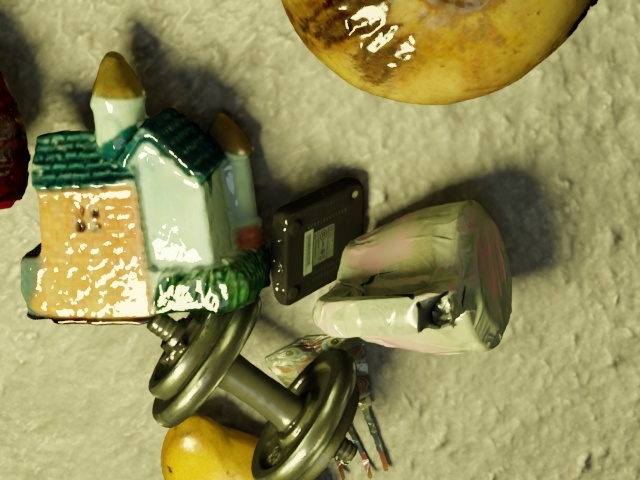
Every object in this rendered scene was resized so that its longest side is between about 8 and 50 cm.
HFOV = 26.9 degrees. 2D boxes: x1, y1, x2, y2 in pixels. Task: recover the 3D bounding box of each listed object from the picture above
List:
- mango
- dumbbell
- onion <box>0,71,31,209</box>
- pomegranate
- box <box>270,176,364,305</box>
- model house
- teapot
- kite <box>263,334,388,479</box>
[{"bbox_3d":[-0.100,0.309,1.694,0.157,0.109,0.262,-27,113,31],"label":"mango"},{"bbox_3d":[-0.076,0.170,1.543,0.290,0.192,0.192,35,119,-13],"label":"dumbbell"},{"bbox_3d":[-0.413,-0.118,1.382,0.207,0.216,0.206,-10,97,15],"label":"onion"},{"bbox_3d":[0.107,-0.275,1.184,0.322,0.322,0.322,2,123,4],"label":"pomegranate"},{"bbox_3d":[0.000,0.000,1.481,0.027,0.125,0.126,32,135,37],"label":"box"},{"bbox_3d":[-0.189,-0.063,1.436,0.253,0.184,0.291,0,110,12],"label":"model house"},{"bbox_3d":[0.102,0.065,1.450,0.178,0.222,0.163,-9,125,26],"label":"teapot"},{"bbox_3d":[0.018,0.210,1.673,0.127,0.016,0.229,-10,119,15],"label":"kite"}]
